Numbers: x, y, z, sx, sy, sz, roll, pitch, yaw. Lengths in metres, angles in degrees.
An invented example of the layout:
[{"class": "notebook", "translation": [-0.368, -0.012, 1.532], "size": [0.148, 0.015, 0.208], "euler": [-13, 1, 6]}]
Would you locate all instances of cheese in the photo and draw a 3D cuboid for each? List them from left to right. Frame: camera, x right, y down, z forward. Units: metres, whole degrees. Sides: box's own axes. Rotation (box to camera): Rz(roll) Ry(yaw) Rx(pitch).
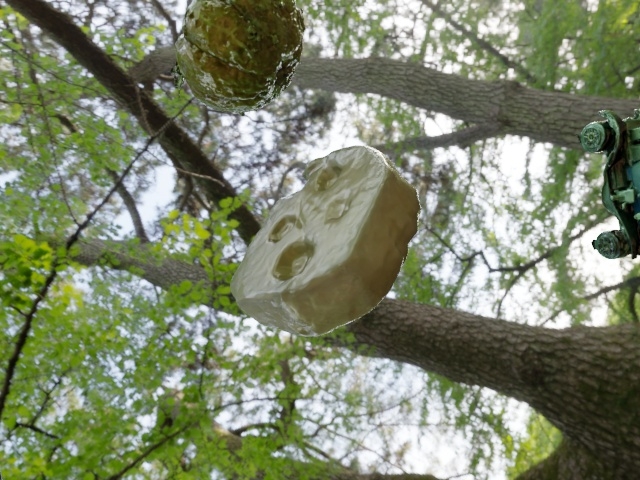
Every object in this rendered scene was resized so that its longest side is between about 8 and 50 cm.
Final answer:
[{"class": "cheese", "translation": [0.000, 0.000, 0.818], "size": [0.326, 0.318, 0.115], "euler": [-38, -59, 14]}]

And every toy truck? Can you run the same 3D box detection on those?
[{"class": "toy truck", "translation": [0.321, -0.058, 0.526], "size": [0.080, 0.078, 0.154], "euler": [-9, -89, -22]}]

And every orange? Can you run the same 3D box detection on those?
[{"class": "orange", "translation": [-0.152, -0.405, 1.116], "size": [0.301, 0.223, 0.300], "euler": [-43, -17, -49]}]

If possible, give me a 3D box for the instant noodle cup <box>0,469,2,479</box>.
[{"class": "instant noodle cup", "translation": [-0.364, 0.196, 0.512], "size": [0.070, 0.157, 0.179], "euler": [-12, -74, -43]}]
